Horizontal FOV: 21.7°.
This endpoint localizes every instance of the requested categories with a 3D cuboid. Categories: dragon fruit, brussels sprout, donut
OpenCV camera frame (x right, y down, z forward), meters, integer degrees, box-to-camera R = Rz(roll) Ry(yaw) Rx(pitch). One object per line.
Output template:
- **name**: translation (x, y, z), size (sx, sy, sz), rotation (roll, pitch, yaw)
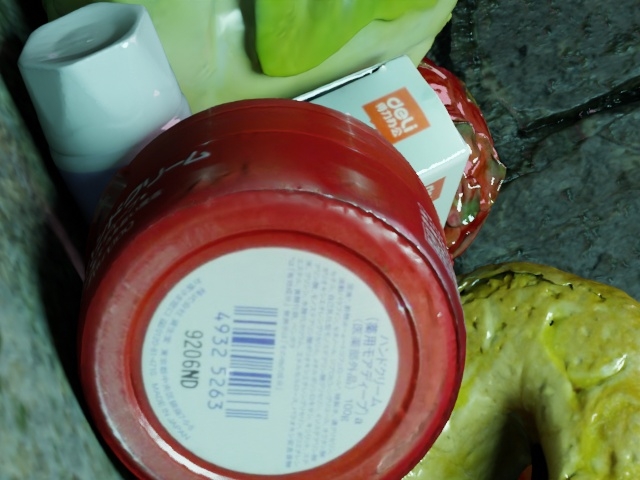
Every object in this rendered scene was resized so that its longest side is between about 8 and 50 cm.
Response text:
- **dragon fruit**: translation (0.038, -0.063, 1.459), size (0.252, 0.241, 0.241), rotation (-62, 130, -88)
- **brussels sprout**: translation (-0.021, -0.208, 1.012), size (0.268, 0.344, 0.344), rotation (18, -42, 56)
- **donut**: translation (0.124, 0.174, 1.077), size (0.150, 0.299, 0.317), rotation (41, 34, -56)

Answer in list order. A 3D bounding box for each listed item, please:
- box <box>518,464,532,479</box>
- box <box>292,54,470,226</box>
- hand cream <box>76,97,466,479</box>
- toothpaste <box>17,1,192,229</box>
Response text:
- **box**: translation (0.084, 0.194, 1.237), size (0.076, 0.174, 0.274), rotation (36, 33, -80)
- **box**: translation (0.000, 0.000, 1.037), size (0.079, 0.135, 0.269), rotation (58, -17, 19)
- **hand cream**: translation (-0.025, 0.035, 0.832), size (0.125, 0.193, 0.193), rotation (-100, 166, -68)
- **toothpaste**: translation (-0.077, 0.041, 0.972), size (0.125, 0.080, 0.371), rotation (-110, -178, -59)
